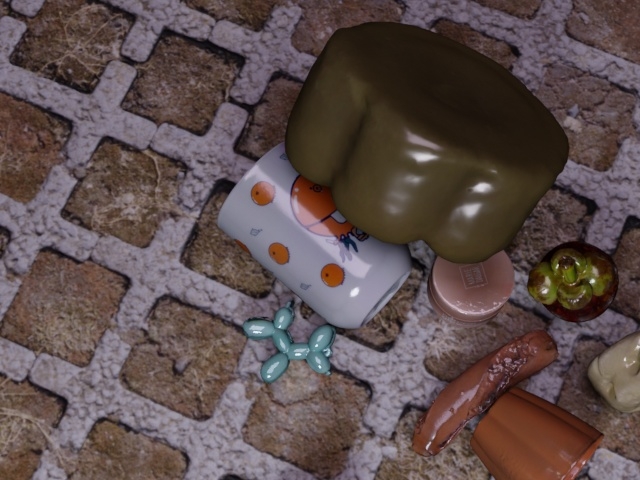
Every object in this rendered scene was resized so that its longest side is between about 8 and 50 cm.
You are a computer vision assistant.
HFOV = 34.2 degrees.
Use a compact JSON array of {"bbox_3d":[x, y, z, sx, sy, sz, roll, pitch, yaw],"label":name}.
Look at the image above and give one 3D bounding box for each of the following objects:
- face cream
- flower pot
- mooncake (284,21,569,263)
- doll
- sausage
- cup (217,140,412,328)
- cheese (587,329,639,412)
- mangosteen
[{"bbox_3d":[0.272,0.077,1.895,0.149,0.104,0.149,0,72,0],"label":"face cream"},{"bbox_3d":[0.361,0.352,1.780,0.173,0.190,0.190,40,76,24],"label":"flower pot"},{"bbox_3d":[0.179,-0.168,1.785,0.467,0.262,0.467,21,31,-14],"label":"mooncake"},{"bbox_3d":[-0.048,0.189,1.884,0.158,0.059,0.159,-27,73,-8],"label":"doll"},{"bbox_3d":[0.287,0.264,1.852,0.326,0.079,0.087,-35,102,-11],"label":"sausage"},{"bbox_3d":[0.000,0.000,1.868,0.317,0.212,0.212,42,77,10],"label":"cup"},{"bbox_3d":[0.585,0.217,1.802,0.235,0.218,0.117,-25,67,15],"label":"cheese"},{"bbox_3d":[0.458,0.079,1.857,0.156,0.181,0.146,-36,90,8],"label":"mangosteen"}]
